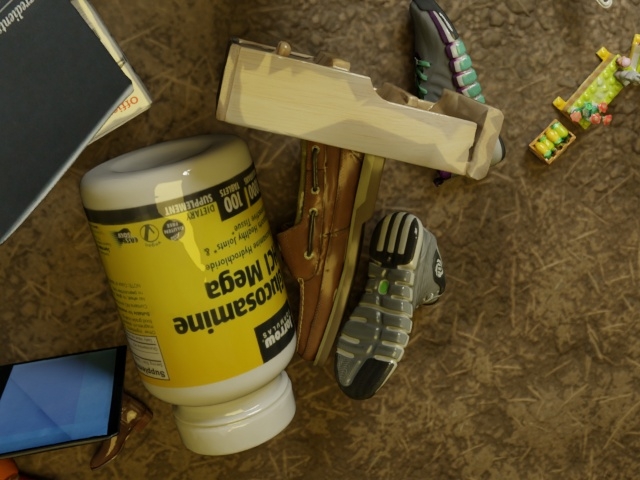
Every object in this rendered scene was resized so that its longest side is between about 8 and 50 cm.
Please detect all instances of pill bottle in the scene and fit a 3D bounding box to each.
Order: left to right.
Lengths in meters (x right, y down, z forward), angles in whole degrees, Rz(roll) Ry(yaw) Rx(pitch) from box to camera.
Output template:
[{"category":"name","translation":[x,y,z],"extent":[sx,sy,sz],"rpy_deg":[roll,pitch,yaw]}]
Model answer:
[{"category":"pill bottle","translation":[-0.133,0.062,0.945],"extent":[0.188,0.188,0.333],"rpy_deg":[-16,109,-6]}]

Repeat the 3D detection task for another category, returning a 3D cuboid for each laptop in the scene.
[{"category":"laptop","translation":[-0.354,0.119,0.896],"extent":[0.136,0.234,0.264],"rpy_deg":[-43,109,2]}]

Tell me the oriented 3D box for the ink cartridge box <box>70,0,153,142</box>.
[{"category":"ink cartridge box","translation":[-0.261,-0.184,0.919],"extent":[0.099,0.056,0.135],"rpy_deg":[-31,109,0]}]

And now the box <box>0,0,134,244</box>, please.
[{"category":"box","translation":[-0.412,-0.194,0.690],"extent":[0.395,0.294,0.212],"rpy_deg":[54,49,-34]}]

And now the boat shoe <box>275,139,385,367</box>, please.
[{"category":"boat shoe","translation":[0.000,0.000,1.005],"extent":[0.105,0.110,0.307],"rpy_deg":[14,104,2]}]

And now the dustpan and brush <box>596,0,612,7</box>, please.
[{"category":"dustpan and brush","translation":[0.274,-0.360,0.966],"extent":[0.147,0.060,0.211],"rpy_deg":[-35,109,1]}]

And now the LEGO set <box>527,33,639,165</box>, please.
[{"category":"LEGO set","translation":[0.395,-0.177,1.017],"extent":[0.287,0.107,0.132],"rpy_deg":[-16,108,-6]}]

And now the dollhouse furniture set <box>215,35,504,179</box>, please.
[{"category":"dollhouse furniture set","translation":[0.068,-0.286,0.785],"extent":[0.257,0.362,0.393],"rpy_deg":[12,104,-10]}]

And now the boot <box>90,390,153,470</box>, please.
[{"category":"boot","translation":[-0.283,0.216,1.041],"extent":[0.106,0.037,0.114],"rpy_deg":[-47,112,-9]}]

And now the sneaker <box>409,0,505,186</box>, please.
[{"category":"sneaker","translation":[0.135,-0.171,0.987],"extent":[0.098,0.083,0.223],"rpy_deg":[-26,109,5]}]

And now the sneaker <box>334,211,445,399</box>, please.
[{"category":"sneaker","translation":[0.101,0.088,1.023],"extent":[0.132,0.086,0.228],"rpy_deg":[23,85,-55]}]

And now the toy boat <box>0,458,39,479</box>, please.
[{"category":"toy boat","translation":[-0.397,0.303,0.975],"extent":[0.231,0.151,0.151],"rpy_deg":[28,119,-18]}]
